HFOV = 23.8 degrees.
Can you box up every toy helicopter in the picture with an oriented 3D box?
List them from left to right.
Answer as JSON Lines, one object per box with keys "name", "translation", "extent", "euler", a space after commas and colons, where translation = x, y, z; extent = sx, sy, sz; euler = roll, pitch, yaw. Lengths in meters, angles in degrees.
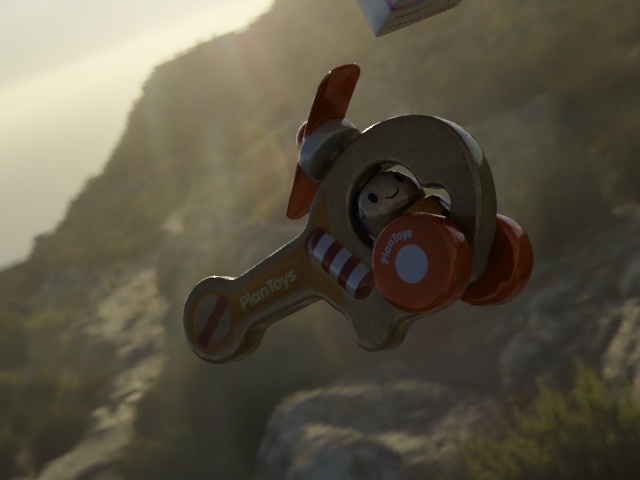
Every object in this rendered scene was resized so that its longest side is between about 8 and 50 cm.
{"name": "toy helicopter", "translation": [0.000, 0.000, 1.366], "extent": [0.355, 0.235, 0.140], "euler": [-31, -16, 32]}

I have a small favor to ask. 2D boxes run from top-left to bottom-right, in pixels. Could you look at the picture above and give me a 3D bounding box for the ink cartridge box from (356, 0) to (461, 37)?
{"name": "ink cartridge box", "translation": [0.079, -0.245, 1.286], "extent": [0.092, 0.090, 0.143], "euler": [-23, -12, -21]}
